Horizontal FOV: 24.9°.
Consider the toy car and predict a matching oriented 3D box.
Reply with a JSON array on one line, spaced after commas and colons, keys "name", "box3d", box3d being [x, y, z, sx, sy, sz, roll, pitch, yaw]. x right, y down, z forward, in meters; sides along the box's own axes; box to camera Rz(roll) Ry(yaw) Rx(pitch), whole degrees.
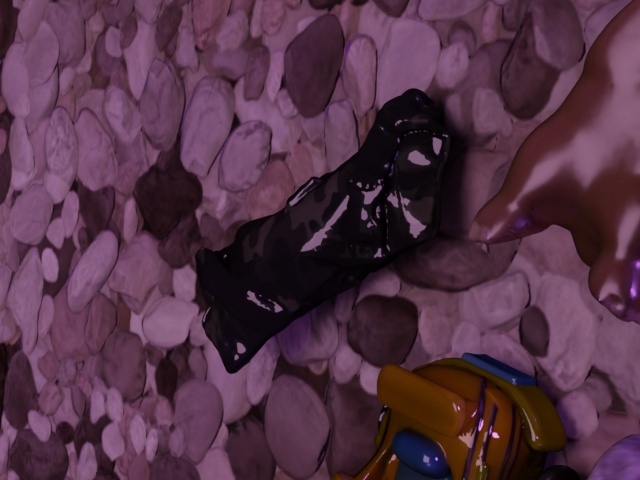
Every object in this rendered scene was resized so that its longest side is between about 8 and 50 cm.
[{"name": "toy car", "box3d": [0.089, 0.214, 1.171, 0.200, 0.142, 0.248, 19, 98, 47]}]

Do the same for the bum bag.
[{"name": "bum bag", "box3d": [0.000, 0.000, 1.328, 0.340, 0.095, 0.144, -36, 54, 33]}]

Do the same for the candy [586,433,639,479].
[{"name": "candy", "box3d": [0.263, 0.264, 0.923, 0.157, 0.214, 0.289, -14, 87, 43]}]

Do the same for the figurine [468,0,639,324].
[{"name": "figurine", "box3d": [0.253, -0.067, 1.002, 0.177, 0.173, 0.247, 31, 100, 34]}]
